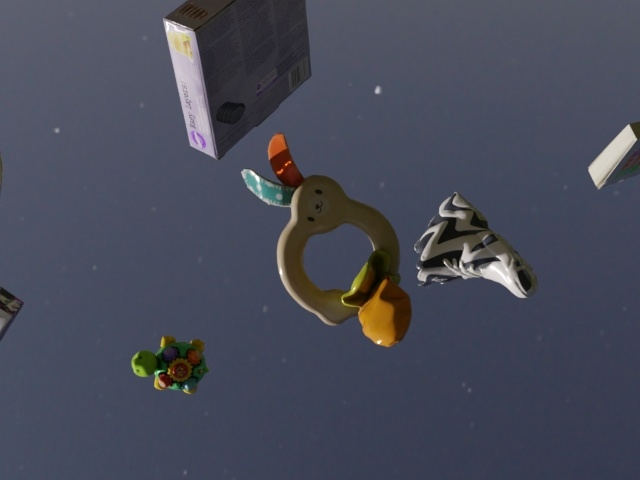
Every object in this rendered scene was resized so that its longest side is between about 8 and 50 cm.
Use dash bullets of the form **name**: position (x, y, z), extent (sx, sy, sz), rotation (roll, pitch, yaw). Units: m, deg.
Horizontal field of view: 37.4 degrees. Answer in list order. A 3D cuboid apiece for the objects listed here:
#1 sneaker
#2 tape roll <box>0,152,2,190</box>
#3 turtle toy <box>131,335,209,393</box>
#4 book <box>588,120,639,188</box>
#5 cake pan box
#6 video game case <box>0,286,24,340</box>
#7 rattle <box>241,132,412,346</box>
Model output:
- **sneaker**: position (0.234, 0.044, 1.523), extent (0.094, 0.153, 0.235), rotation (28, -160, -52)
- **tape roll**: position (-0.511, -0.066, 1.139), extent (0.246, 0.169, 0.246), rotation (4, -104, -18)
- **turtle toy**: position (-0.250, 0.210, 1.585), extent (0.130, 0.095, 0.066), rotation (9, -177, -10)
- **book**: position (0.432, -0.125, 1.268), extent (0.096, 0.144, 0.035), rotation (-16, -109, -11)
- **cake pan box**: position (-0.113, -0.297, 1.461), extent (0.070, 0.246, 0.267), rotation (28, -124, 24)
- **video game case**: position (-0.558, 0.110, 1.337), extent (0.210, 0.232, 0.042), rotation (36, -151, -6)
- **rattle**: position (0.000, 0.000, 0.912), extent (0.130, 0.200, 0.143), rotation (-21, -162, 18)
